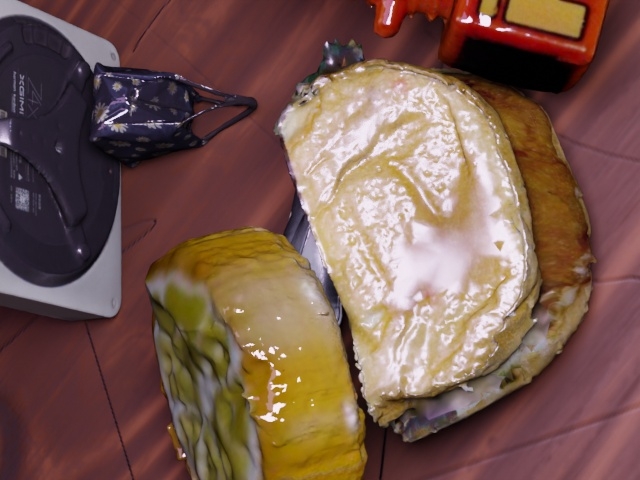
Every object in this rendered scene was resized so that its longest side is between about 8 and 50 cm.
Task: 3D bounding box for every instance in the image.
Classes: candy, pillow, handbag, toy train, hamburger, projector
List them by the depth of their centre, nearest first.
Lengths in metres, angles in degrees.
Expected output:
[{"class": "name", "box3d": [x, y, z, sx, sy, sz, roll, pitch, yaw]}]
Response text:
[{"class": "toy train", "box3d": [0.107, -0.248, 1.389, 0.369, 0.163, 0.231, 14, 80, -1]}, {"class": "hamburger", "box3d": [0.096, -0.015, 1.429, 0.211, 0.132, 0.309, -19, 77, 9]}, {"class": "candy", "box3d": [-0.053, 0.118, 1.449, 0.118, 0.260, 0.260, -14, 68, -18]}, {"class": "pillow", "box3d": [0.001, 0.000, 1.543, 0.091, 0.055, 0.135, 20, 94, 6]}, {"class": "projector", "box3d": [-0.254, -0.073, 1.584, 0.079, 0.259, 0.257, -8, 77, 28]}, {"class": "handbag", "box3d": [-0.122, -0.115, 1.617, 0.139, 0.115, 0.072, -6, 77, 12]}]
